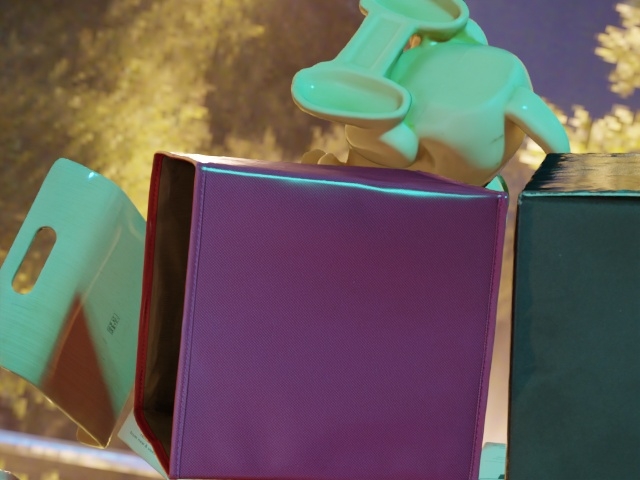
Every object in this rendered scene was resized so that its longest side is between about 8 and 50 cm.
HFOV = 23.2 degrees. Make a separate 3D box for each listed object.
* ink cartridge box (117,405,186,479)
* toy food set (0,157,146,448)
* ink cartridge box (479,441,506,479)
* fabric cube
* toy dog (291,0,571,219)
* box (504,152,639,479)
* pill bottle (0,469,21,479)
[{"bbox_3d":[-0.118,0.210,2.579,0.279,0.160,0.384,15,108,-58],"label":"ink cartridge box"},{"bbox_3d":[-0.259,0.075,1.666,0.306,0.092,0.220,63,47,-64],"label":"toy food set"},{"bbox_3d":[0.268,0.431,2.356,0.219,0.092,0.160,-54,144,-59],"label":"ink cartridge box"},{"bbox_3d":[-0.012,0.059,1.344,0.259,0.258,0.254,-157,-110,-75],"label":"fabric cube"},{"bbox_3d":[0.169,-0.125,2.214,0.408,0.395,0.284,83,25,-51],"label":"toy dog"},{"bbox_3d":[0.357,0.162,1.658,0.472,0.297,0.480,-36,128,-78],"label":"box"},{"bbox_3d":[-0.320,0.297,1.496,0.186,0.112,0.112,-119,-139,-70],"label":"pill bottle"}]
